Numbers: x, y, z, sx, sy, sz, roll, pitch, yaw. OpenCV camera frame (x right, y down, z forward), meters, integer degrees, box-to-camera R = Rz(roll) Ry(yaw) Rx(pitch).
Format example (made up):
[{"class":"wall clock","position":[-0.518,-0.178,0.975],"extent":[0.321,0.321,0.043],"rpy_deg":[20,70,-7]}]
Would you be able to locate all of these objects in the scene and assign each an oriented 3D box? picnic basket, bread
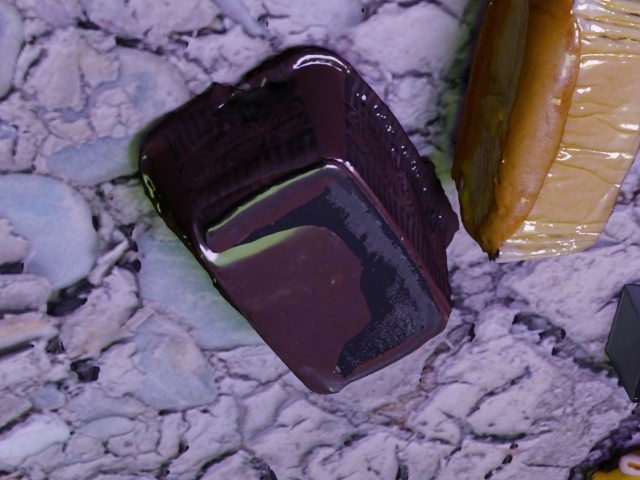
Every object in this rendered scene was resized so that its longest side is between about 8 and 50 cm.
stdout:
[{"class":"picnic basket","position":[0.000,0.000,1.513],"extent":[0.222,0.129,0.297],"rpy_deg":[-30,131,8]},{"class":"bread","position":[0.188,-0.119,1.449],"extent":[0.119,0.152,0.288],"rpy_deg":[4,129,-13]}]

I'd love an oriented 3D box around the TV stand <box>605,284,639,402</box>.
[{"class":"TV stand","position":[0.422,0.093,1.739],"extent":[0.270,0.082,0.088],"rpy_deg":[-3,129,-14]}]

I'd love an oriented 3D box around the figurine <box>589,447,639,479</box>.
[{"class":"figurine","position":[0.396,0.212,1.811],"extent":[0.246,0.131,0.156],"rpy_deg":[-29,156,26]}]
